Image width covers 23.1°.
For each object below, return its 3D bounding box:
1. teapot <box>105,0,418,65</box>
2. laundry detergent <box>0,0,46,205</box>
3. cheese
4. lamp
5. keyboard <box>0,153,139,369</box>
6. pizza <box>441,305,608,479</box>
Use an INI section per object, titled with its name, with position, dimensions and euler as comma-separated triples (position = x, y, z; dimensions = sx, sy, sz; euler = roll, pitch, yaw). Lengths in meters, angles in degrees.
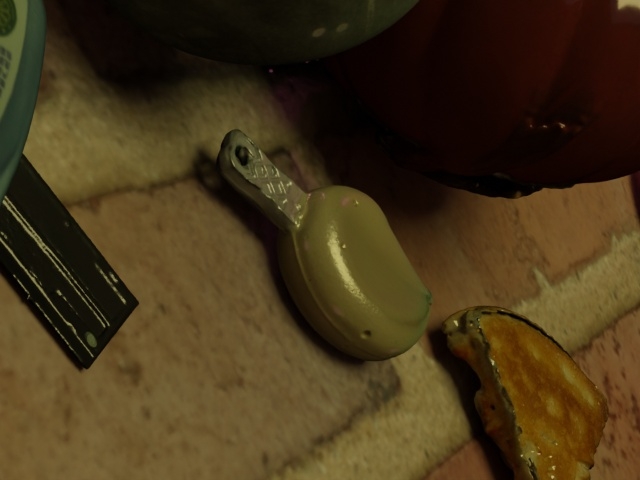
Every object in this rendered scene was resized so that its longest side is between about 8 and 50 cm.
[teapot]
position = -0.066, -0.254, 0.775
dimensions = 0.285, 0.305, 0.223
euler = 97, -1, -60
[laundry detergent]
position = -0.194, -0.006, 0.618
dimensions = 0.143, 0.094, 0.290
euler = 31, 50, -37
[cheese]
position = 0.003, -0.003, 0.937
dimensions = 0.171, 0.047, 0.092
euler = 56, 32, -11
[lamp]
position = 0.132, -0.163, 1.035
dimensions = 0.303, 0.257, 0.303
euler = 15, 25, -7
[keyboard]
position = -0.160, -0.029, 0.758
dimensions = 0.198, 0.010, 0.063
euler = 54, 32, -14
[pizza]
position = 0.152, 0.135, 1.063
dimensions = 0.185, 0.036, 0.176
euler = 19, 54, -50
